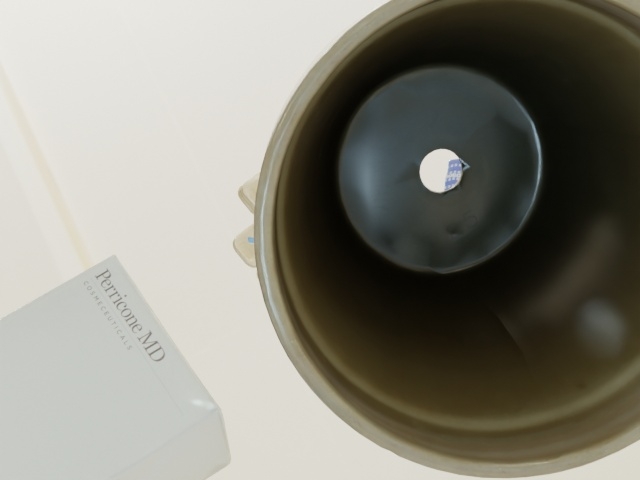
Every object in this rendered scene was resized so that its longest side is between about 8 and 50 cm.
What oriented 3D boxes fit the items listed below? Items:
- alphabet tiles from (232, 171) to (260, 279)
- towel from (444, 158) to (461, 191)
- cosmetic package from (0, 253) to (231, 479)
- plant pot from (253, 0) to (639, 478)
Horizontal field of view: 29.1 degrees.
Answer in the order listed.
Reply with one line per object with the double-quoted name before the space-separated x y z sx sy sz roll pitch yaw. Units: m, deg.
"alphabet tiles" 0.000 0.000 1.908 0.278 0.284 0.021 -38 0 -42
"towel" 0.231 0.011 1.551 0.243 0.336 0.040 -10 -40 38
"cosmetic package" -0.301 0.212 1.196 0.385 0.217 0.156 -33 -25 -15
"plant pot" 0.107 -0.032 0.886 0.323 0.323 0.280 -27 13 0
